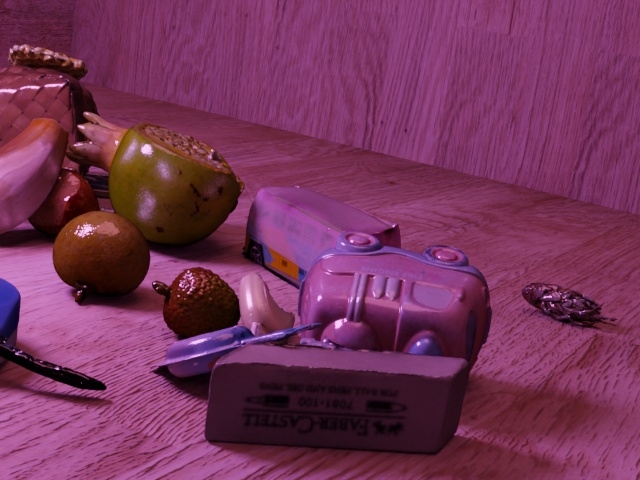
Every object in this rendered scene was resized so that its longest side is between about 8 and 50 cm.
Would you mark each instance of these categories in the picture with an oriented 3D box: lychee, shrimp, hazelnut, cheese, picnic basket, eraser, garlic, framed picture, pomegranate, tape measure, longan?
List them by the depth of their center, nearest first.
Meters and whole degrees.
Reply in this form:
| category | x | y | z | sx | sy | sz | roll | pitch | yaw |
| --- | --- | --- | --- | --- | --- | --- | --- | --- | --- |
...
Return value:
| category | x | y | z | sx | sy | sz | roll | pitch | yaw |
| --- | --- | --- | --- | --- | --- | --- | --- | --- | --- |
| eraser | 0.029 | 0.200 | 1.313 | 0.352 | 0.111 | 0.077 | 6 | 14 | -13 |
| tape measure | -0.444 | 0.115 | 1.395 | 0.351 | 0.098 | 0.215 | 11 | 14 | -4 |
| cheese | -0.124 | 0.146 | 1.413 | 0.244 | 0.052 | 0.135 | -15 | -1 | 27 |
| cheese | -0.087 | 0.137 | 1.566 | 0.049 | 0.127 | 0.235 | -23 | 24 | 13 |
| lychee | -0.192 | 0.097 | 1.596 | 0.146 | 0.114 | 0.114 | 25 | 8 | -21 |
| longan | -0.365 | 0.033 | 1.715 | 0.154 | 0.176 | 0.145 | -7 | -38 | 29 |
| garlic | -0.584 | -0.118 | 1.949 | 0.143 | 0.112 | 0.318 | 23 | 51 | 19 |
| shrimp | 0.486 | 0.127 | 2.019 | 0.190 | 0.075 | 0.073 | 25 | -14 | 19 |
| hazelnut | -0.503 | -0.066 | 2.036 | 0.154 | 0.143 | 0.143 | 24 | 19 | 24 |
| pomegranate | -0.341 | -0.114 | 2.089 | 0.358 | 0.216 | 0.310 | 19 | 14 | -6 |
| picnic basket | -0.651 | -0.238 | 2.290 | 0.337 | 0.293 | 0.337 | -5 | 9 | 1 |
| framed picture | -0.489 | -0.131 | 2.521 | 0.281 | 0.019 | 0.209 | 4 | 15 | -20 |

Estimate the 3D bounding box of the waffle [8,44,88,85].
| category | x | y | z | sx | sy | sz | roll | pitch | yaw |
| --- | --- | --- | --- | --- | --- | --- | --- | --- | --- |
| waffle | -0.603 | -0.389 | 2.286 | 0.169 | 0.036 | 0.183 | 15 | -12 | -22 |

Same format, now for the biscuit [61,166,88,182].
| category | x | y | z | sx | sy | sz | roll | pitch | yaw |
| --- | --- | --- | --- | --- | --- | --- | --- | --- | --- |
| biscuit | -0.567 | -0.110 | 2.136 | 0.212 | 0.041 | 0.238 | -29 | -30 | 29 |

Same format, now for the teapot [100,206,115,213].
| category | x | y | z | sx | sy | sz | roll | pitch | yaw |
| --- | --- | --- | --- | --- | --- | --- | --- | --- | --- |
| teapot | -0.418 | -0.052 | 2.210 | 0.110 | 0.043 | 0.043 | 4 | 14 | -5 |

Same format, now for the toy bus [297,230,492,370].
| category | x | y | z | sx | sy | sz | roll | pitch | yaw |
| --- | --- | --- | --- | --- | --- | --- | --- | --- | --- |
| toy bus | 0.104 | 0.127 | 1.530 | 0.294 | 0.197 | 0.232 | 11 | 24 | 4 |

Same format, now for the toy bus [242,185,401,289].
| category | x | y | z | sx | sy | sz | roll | pitch | yaw |
| --- | --- | --- | --- | --- | --- | --- | --- | --- | --- |
| toy bus | 0.000 | 0.000 | 2.011 | 0.171 | 0.162 | 0.386 | -2 | 17 | -35 |
